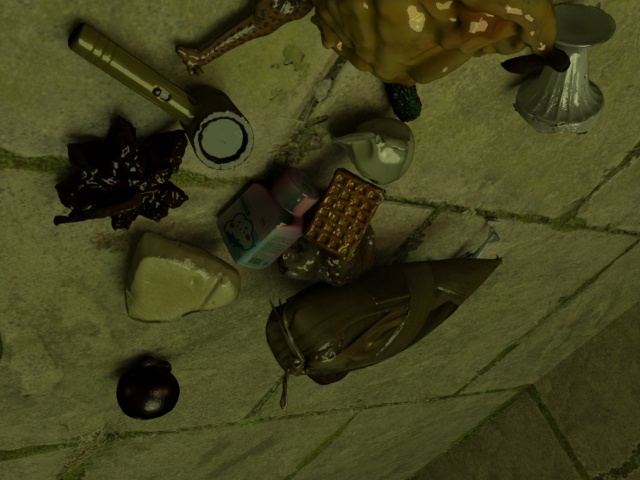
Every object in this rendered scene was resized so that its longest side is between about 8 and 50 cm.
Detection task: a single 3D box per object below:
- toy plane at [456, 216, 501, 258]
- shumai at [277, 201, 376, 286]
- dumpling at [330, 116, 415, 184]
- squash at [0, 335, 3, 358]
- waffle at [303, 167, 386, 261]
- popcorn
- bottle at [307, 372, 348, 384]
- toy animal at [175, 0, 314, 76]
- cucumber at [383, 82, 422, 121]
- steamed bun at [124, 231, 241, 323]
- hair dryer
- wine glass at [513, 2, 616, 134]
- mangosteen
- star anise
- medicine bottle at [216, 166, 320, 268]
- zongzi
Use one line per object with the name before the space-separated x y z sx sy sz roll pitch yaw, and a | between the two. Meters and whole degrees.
toy plane | 0.391 0.067 1.817 0.273 0.107 0.182 -43 149 18
shumai | 0.000 -0.004 1.427 0.185 0.184 0.218 8 -172 20
dumpling | 0.092 -0.165 1.262 0.155 0.111 0.181 17 147 -5
squash | -0.672 0.107 1.031 0.309 0.210 0.233 -20 134 -18
waffle | 0.044 -0.048 1.272 0.148 0.102 0.042 -63 178 6
popcorn | 0.163 -0.331 0.844 0.349 0.381 0.349 -35 165 -11
bottle | 0.029 0.305 1.867 0.156 0.143 0.271 6 150 -5
toy animal | -0.085 -0.327 0.967 0.149 0.054 0.275 11 133 -41
cucumber | 0.133 -0.275 1.187 0.058 0.058 0.187 -27 150 2
steamed bun | -0.265 0.069 1.350 0.212 0.110 0.231 10 139 -19
hair dryer | -0.224 -0.214 0.988 0.279 0.135 0.090 32 104 -34
wine glass | 0.447 -0.310 1.269 0.165 0.165 0.196 -21 144 -9
mangosteen | -0.403 0.342 1.634 0.152 0.152 0.152 -18 147 -12
star anise | -0.299 -0.088 1.093 0.190 0.126 0.220 -5 139 -36
medicine bottle | -0.092 -0.047 1.295 0.188 0.119 0.094 -42 149 23
zongzi | 0.131 0.121 1.457 0.467 0.218 0.500 -33 166 16
